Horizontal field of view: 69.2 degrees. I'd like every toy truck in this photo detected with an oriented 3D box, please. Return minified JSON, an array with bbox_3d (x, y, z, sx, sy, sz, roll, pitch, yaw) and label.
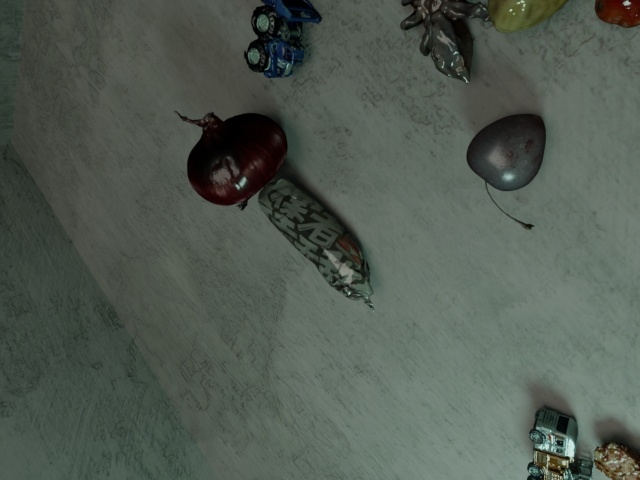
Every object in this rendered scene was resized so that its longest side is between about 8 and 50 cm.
[{"bbox_3d":[-0.084,-0.480,1.064,0.126,0.113,0.208,35,128,26],"label":"toy truck"},{"bbox_3d":[0.491,0.442,0.949,0.115,0.080,0.177,5,111,34],"label":"toy truck"}]

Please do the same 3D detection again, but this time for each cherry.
[{"bbox_3d":[0.359,-0.138,0.828,0.188,0.115,0.148,42,91,12],"label":"cherry"}]

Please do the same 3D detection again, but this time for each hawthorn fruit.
[{"bbox_3d":[0.445,-0.355,0.668,0.093,0.093,0.093,17,117,36],"label":"hawthorn fruit"}]

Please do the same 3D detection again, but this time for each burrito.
[{"bbox_3d":[0.000,0.000,1.189,0.445,0.101,0.139,46,125,20],"label":"burrito"}]

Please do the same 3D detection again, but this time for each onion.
[{"bbox_3d":[-0.226,-0.231,1.164,0.273,0.273,0.285,-3,135,42],"label":"onion"}]

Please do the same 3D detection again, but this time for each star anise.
[{"bbox_3d":[0.221,-0.437,0.820,0.198,0.110,0.257,34,132,26],"label":"star anise"}]

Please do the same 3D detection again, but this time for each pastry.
[{"bbox_3d":[0.602,0.443,0.869,0.169,0.063,0.087,38,119,30],"label":"pastry"}]

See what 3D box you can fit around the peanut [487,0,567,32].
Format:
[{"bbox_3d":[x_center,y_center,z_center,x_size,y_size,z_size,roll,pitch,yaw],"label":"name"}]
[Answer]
[{"bbox_3d":[0.358,-0.451,0.670,0.149,0.149,0.313,47,131,17],"label":"peanut"}]
